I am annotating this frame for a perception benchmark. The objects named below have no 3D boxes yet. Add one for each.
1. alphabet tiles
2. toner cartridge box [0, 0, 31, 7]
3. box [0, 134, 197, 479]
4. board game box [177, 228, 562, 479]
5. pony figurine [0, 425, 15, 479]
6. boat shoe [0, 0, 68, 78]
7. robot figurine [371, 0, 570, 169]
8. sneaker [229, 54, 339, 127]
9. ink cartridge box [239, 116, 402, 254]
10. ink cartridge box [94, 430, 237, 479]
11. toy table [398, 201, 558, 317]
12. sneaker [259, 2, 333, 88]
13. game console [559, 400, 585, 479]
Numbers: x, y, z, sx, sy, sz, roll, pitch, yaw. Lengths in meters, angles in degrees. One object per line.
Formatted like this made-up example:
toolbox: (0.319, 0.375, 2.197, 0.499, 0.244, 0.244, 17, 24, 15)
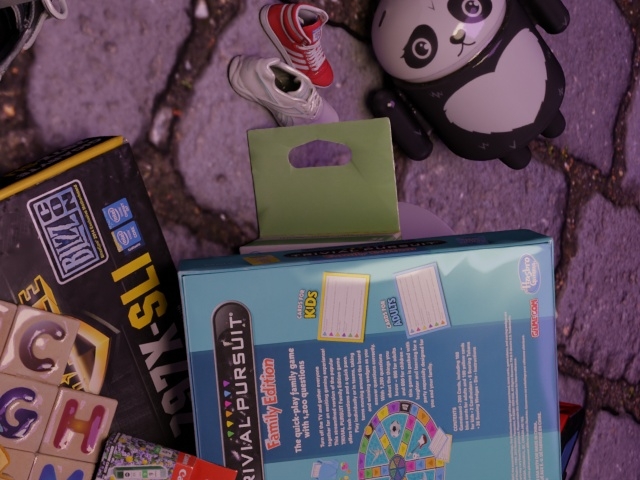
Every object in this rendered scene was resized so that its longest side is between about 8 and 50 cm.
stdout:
alphabet tiles: (-0.315, 0.204, 0.765, 0.285, 0.011, 0.342, 22, 82, -36)
toner cartridge box: (-0.253, -0.233, 0.654, 0.075, 0.348, 0.165, 19, 81, -43)
box: (-0.236, 0.101, 0.883, 0.257, 0.079, 0.322, -33, 115, -38)
board game box: (0.047, 0.131, 0.925, 0.336, 0.079, 0.253, -5, 98, -6)
pony figurine: (-0.352, 0.105, 0.553, 0.351, 0.363, 0.302, 28, 89, 4)
boat shoe: (-0.265, -0.210, 0.810, 0.113, 0.105, 0.306, 46, 64, -35)
robot figurine: (0.181, -0.204, 1.178, 0.278, 0.174, 0.209, 44, 57, -36)
sneaker: (-0.027, -0.150, 1.068, 0.152, 0.061, 0.053, 28, 73, -42)
ink cartridge box: (0.000, 0.000, 1.027, 0.056, 0.171, 0.235, -32, 117, -61)
ink cartridge box: (-0.136, 0.213, 0.861, 0.115, 0.029, 0.062, 18, 97, -3)
toy table: (0.128, 0.101, 1.126, 0.161, 0.252, 0.274, 45, 31, -46)
sneaker: (-0.009, -0.209, 1.074, 0.118, 0.067, 0.042, 46, 64, -35)
game console: (0.250, 0.368, 1.235, 0.386, 0.060, 0.342, 21, 84, -70)
